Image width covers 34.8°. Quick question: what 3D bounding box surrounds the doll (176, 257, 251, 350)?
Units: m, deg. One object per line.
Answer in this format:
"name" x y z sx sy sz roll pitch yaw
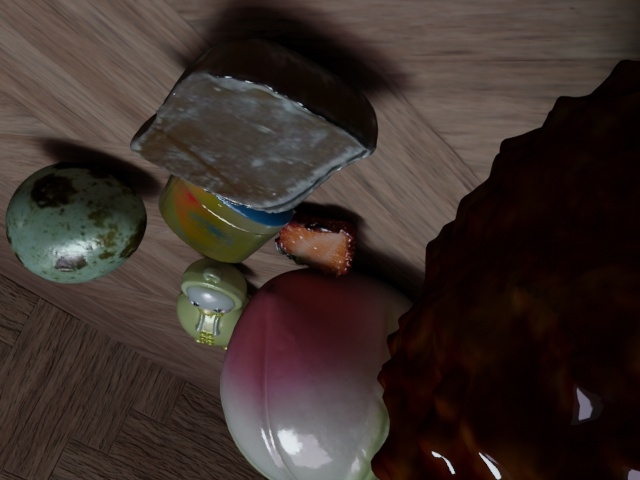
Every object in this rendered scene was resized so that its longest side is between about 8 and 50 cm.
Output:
"doll" -0.175 0.106 1.675 0.141 0.117 0.296 20 164 6

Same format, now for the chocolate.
"chocolate" -0.055 -0.109 0.886 0.157 0.080 0.254 28 158 -17

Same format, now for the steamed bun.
"steamed bun" 0.001 0.159 1.302 0.309 0.309 0.309 23 164 7

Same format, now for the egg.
"egg" -0.331 -0.025 1.398 0.231 0.169 0.169 -2 150 40

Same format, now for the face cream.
"face cream" -0.117 -0.042 1.205 0.139 0.067 0.285 34 163 -7

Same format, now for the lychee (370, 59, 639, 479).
"lychee" 0.240 0.098 0.512 0.425 0.424 0.500 27 168 -9

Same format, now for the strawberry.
"strawberry" 0.002 -0.002 1.206 0.104 0.048 0.152 36 153 -16
